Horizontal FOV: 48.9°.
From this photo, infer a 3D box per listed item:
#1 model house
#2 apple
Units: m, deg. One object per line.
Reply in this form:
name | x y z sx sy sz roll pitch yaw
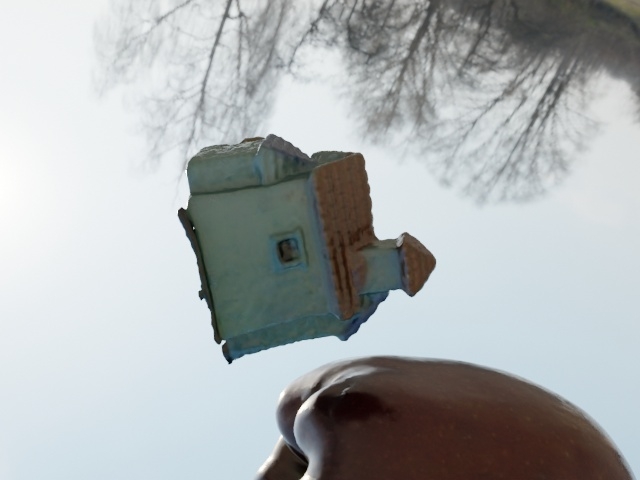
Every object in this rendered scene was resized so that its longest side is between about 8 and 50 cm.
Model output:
model house | 0.000 0.000 0.469 0.149 0.148 0.119 -6 -167 9
apple | 0.097 0.235 0.562 0.317 0.288 0.288 25 -157 -12
